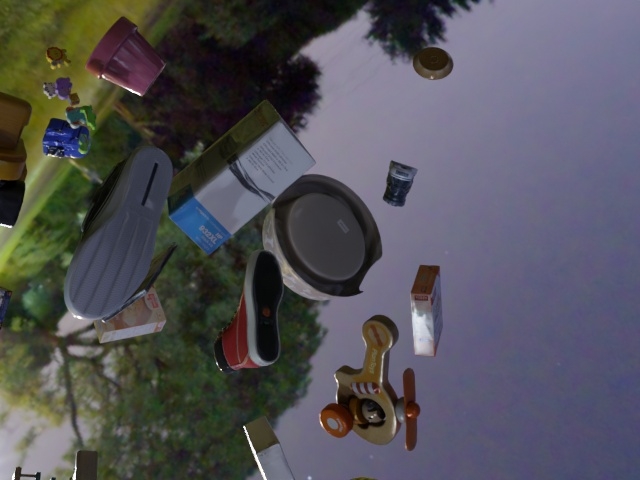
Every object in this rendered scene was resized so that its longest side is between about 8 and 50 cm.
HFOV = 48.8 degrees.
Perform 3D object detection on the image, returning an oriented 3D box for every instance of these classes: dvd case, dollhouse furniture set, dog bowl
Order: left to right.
[{"bbox_3d":[-0.493,0.449,1.294,0.129,0.129,0.184,-111,-141,-52],"label":"dollhouse furniture set"},{"bbox_3d":[-0.456,0.103,1.794,0.164,0.018,0.221,-34,-161,26],"label":"dvd case"},{"bbox_3d":[0.000,0.000,1.873,0.102,0.349,0.349,-32,-156,47],"label":"dog bowl"}]

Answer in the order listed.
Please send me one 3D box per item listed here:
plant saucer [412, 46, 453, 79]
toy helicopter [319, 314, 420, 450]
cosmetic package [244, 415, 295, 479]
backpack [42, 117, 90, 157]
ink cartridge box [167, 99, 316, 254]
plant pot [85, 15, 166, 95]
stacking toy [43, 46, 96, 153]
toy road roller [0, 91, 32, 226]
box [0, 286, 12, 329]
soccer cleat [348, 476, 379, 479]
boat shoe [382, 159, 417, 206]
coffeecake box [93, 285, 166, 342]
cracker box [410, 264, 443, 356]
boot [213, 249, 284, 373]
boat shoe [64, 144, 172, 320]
[{"bbox_3d":[0.230,-0.364,1.433,0.083,0.083,0.015,-55,165,-20],"label":"plant saucer"},{"bbox_3d":[0.138,0.332,1.629,0.140,0.235,0.355,-31,135,-46],"label":"toy helicopter"},{"bbox_3d":[-0.115,0.468,1.555,0.060,0.099,0.239,-25,-176,-11],"label":"cosmetic package"},{"bbox_3d":[-0.717,-0.288,2.001,0.101,0.120,0.098,111,-15,-49],"label":"backpack"},{"bbox_3d":[-0.181,-0.145,1.543,0.307,0.129,0.223,-40,-155,5],"label":"ink cartridge box"},{"bbox_3d":[-0.576,-0.541,2.129,0.201,0.180,0.201,-49,-164,19],"label":"plant pot"},{"bbox_3d":[-0.613,-0.335,1.722,0.052,0.221,0.167,-23,173,-28],"label":"stacking toy"},{"bbox_3d":[-0.666,-0.190,1.375,0.329,0.202,0.240,41,-69,57],"label":"toy road roller"},{"bbox_3d":[-0.764,0.136,1.580,0.027,0.137,0.094,13,95,-73],"label":"box"},{"bbox_3d":[0.030,0.671,1.811,0.289,0.093,0.121,-15,171,24],"label":"soccer cleat"},{"bbox_3d":[0.171,-0.127,1.571,0.183,0.065,0.083,-48,156,-75],"label":"boat shoe"},{"bbox_3d":[-0.563,0.204,2.049,0.185,0.142,0.068,-8,149,-35],"label":"coffeecake box"},{"bbox_3d":[0.322,0.210,2.119,0.067,0.232,0.156,2,-149,19],"label":"cracker box"},{"bbox_3d":[-0.161,0.147,1.462,0.176,0.088,0.244,-22,-121,45],"label":"boot"},{"bbox_3d":[-0.354,-0.010,1.224,0.119,0.121,0.335,-15,-134,45],"label":"boat shoe"}]
